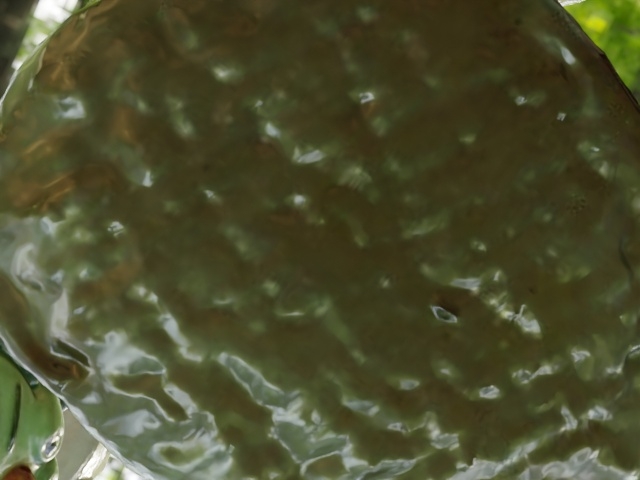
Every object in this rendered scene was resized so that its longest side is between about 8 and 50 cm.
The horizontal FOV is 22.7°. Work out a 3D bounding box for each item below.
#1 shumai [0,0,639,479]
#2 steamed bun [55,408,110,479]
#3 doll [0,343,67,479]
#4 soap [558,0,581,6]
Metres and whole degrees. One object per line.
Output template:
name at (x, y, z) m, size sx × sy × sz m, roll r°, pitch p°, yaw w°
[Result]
shumai at (0.000, 0.000, 0.778) m, size 0.330 × 0.292 × 0.288 m, roll 41°, pitch 168°, yaw -8°
steamed bun at (-0.373, 0.122, 1.521) m, size 0.374 × 0.374 × 0.241 m, roll 24°, pitch 167°, yaw -13°
doll at (-0.295, 0.119, 0.983) m, size 0.322 × 0.199 × 0.186 m, roll -3°, pitch -150°, yaw -38°
soap at (0.180, -0.392, 1.908) m, size 0.335 × 0.156 × 0.293 m, roll 3°, pitch 120°, yaw 66°
